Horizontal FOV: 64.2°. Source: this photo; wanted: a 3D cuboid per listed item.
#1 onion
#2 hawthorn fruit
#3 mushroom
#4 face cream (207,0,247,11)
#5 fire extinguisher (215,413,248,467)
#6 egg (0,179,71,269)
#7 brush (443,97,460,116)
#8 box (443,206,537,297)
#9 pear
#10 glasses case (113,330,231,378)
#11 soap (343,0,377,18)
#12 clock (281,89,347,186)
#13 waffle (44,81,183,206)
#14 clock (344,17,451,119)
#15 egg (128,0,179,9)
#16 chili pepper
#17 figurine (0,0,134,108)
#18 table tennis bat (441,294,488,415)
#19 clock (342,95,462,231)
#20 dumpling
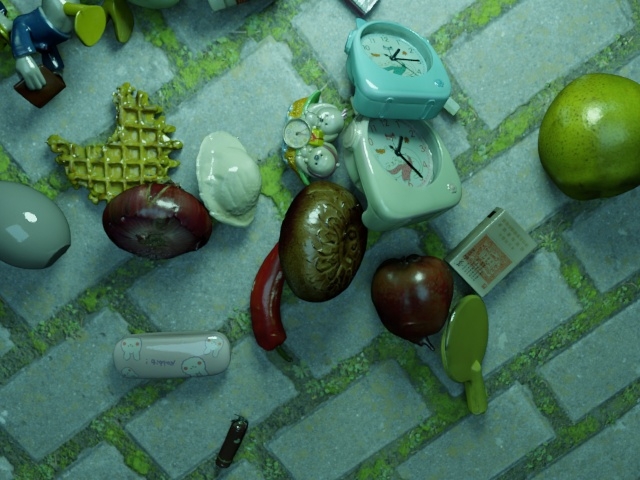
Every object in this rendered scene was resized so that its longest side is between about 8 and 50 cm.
[{"bbox_3d":[-0.377,-0.046,1.195,0.248,0.161,0.248,0,134,0],"label":"onion"},{"bbox_3d":[0.235,0.160,1.269,0.208,0.208,0.248,-13,93,-1],"label":"hawthorn fruit"},{"bbox_3d":[0.014,0.006,1.200,0.163,0.278,0.297,13,62,20],"label":"mushroom"},{"bbox_3d":[-0.181,-0.622,1.093,0.187,0.201,0.201,-19,102,0],"label":"face cream"},{"bbox_3d":[-0.238,0.545,1.394,0.064,0.043,0.158,17,101,-37],"label":"fire extinguisher"},{"bbox_3d":[-0.699,-0.039,1.183,0.232,0.176,0.176,41,96,-2],"label":"egg"},{"bbox_3d":[0.273,-0.377,1.262,0.178,0.030,0.033,43,103,0],"label":"brush"},{"bbox_3d":[0.443,0.030,1.335,0.201,0.058,0.141,-44,101,5],"label":"box"},{"bbox_3d":[0.653,-0.246,1.195,0.294,0.294,0.294,-1,101,-4],"label":"pear"},{"bbox_3d":[-0.381,0.296,1.319,0.296,0.075,0.113,-2,103,-3],"label":"glasses case"},{"bbox_3d":[0.080,-0.611,1.188,0.149,0.056,0.100,41,93,-10],"label":"soap"},{"bbox_3d":[-0.014,-0.240,1.216,0.144,0.103,0.231,12,101,19],"label":"clock"},{"bbox_3d":[-0.480,-0.208,1.221,0.293,0.069,0.260,-38,100,5],"label":"waffle"},{"bbox_3d":[0.162,-0.400,1.166,0.223,0.094,0.274,-1,59,-19],"label":"clock"},{"bbox_3d":[-0.398,-0.626,1.076,0.203,0.203,0.283,-38,102,4],"label":"egg"},{"bbox_3d":[-0.112,0.150,1.307,0.137,0.092,0.369,3,104,-20],"label":"chili pepper"},{"bbox_3d":[-0.634,-0.449,1.141,0.338,0.204,0.284,18,106,5],"label":"figurine"},{"bbox_3d":[0.396,0.313,1.351,0.224,0.054,0.369,-36,121,-37],"label":"table tennis bat"},{"bbox_3d":[0.174,-0.194,1.193,0.265,0.108,0.324,-13,77,-31],"label":"clock"},{"bbox_3d":[-0.224,-0.137,1.209,0.166,0.126,0.216,-17,124,-44],"label":"dumpling"}]
